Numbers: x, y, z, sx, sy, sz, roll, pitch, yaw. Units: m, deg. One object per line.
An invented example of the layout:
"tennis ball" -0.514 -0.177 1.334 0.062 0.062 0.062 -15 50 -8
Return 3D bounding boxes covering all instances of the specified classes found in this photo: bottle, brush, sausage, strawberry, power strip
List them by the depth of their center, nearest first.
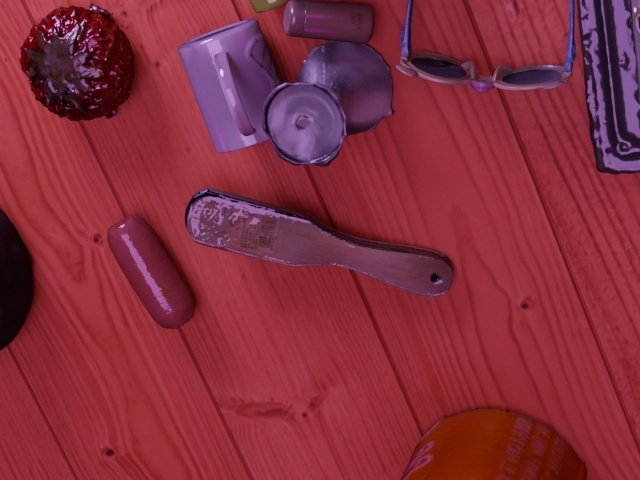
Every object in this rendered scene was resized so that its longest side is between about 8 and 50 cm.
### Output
"power strip" 0.397 -0.194 1.275 0.256 0.092 0.251 -5 112 21
"bottle" 0.009 -0.243 1.364 0.096 0.045 0.045 2 113 -16
"sausage" 0.183 0.353 1.431 0.233 0.287 0.233 6 110 18
"strawberry" -0.289 -0.206 1.457 0.145 0.086 0.145 4 109 12
"brush" 0.000 0.000 1.478 0.327 0.065 0.070 15 107 -1
"sausage" -0.210 0.041 1.540 0.062 0.062 0.154 -26 102 22

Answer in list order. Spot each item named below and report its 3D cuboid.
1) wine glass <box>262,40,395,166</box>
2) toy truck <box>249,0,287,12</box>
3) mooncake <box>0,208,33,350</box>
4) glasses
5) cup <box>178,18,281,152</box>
"wine glass" 0.008 -0.149 1.345 0.122 0.183 0.122 4 110 12
"toy truck" -0.055 -0.361 1.314 0.187 0.148 0.210 50 140 -10
"mooncake" -0.519 0.052 1.587 0.283 0.141 0.283 6 114 13
"glasses" 0.189 -0.269 1.333 0.189 0.088 0.221 7 92 13
"cup" -0.087 -0.174 1.392 0.099 0.136 0.133 -25 105 -23
